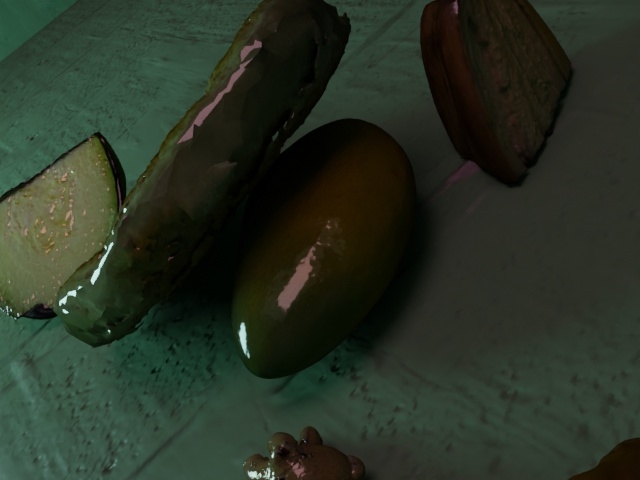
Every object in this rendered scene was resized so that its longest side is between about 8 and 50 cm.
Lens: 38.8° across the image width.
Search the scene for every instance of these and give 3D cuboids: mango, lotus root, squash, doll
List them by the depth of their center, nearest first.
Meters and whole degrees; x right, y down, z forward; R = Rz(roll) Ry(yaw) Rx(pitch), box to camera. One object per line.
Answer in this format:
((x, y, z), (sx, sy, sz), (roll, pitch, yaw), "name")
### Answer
((-0.014, 0.139, 0.529), (0.061, 0.051, 0.093), (-47, 1, -18), "doll")
((0.006, -0.004, 0.657), (0.137, 0.091, 0.237), (-28, 33, 22), "mango")
((0.122, -0.130, 0.698), (0.095, 0.135, 0.159), (-14, 22, 38), "lotus root")
((-0.264, 0.009, 0.972), (0.192, 0.085, 0.184), (-33, 57, 12), "squash")

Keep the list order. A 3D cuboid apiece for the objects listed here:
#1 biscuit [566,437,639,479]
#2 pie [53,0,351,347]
((0.134, 0.179, 0.255), (0.335, 0.078, 0.329), (-42, 24, -15), "biscuit")
((-0.103, -0.047, 0.735), (0.371, 0.078, 0.296), (-43, 13, 52), "pie")
